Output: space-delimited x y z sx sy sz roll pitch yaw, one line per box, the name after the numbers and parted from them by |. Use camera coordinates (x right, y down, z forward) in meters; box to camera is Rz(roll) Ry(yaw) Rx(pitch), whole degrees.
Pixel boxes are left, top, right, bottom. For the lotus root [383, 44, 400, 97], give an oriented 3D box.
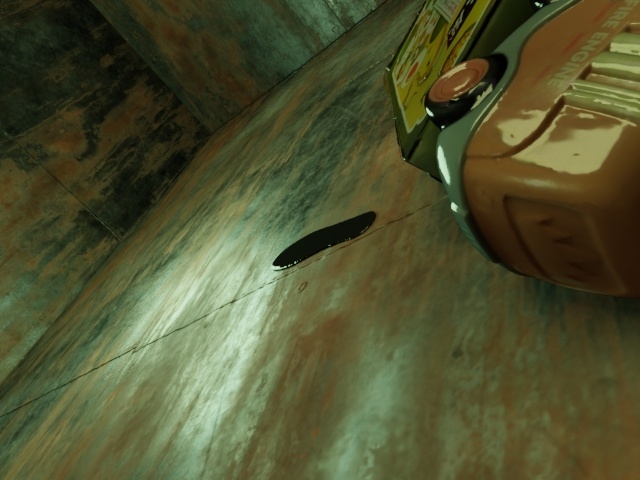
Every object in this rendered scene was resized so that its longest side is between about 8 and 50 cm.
0.183 -0.299 1.051 0.081 0.112 0.122 -110 38 -58 | lotus root

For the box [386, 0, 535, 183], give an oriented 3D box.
0.234 -0.298 0.719 0.373 0.138 0.420 -60 11 28 | box

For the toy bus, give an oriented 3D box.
0.237 -0.090 0.428 0.287 0.194 0.232 -44 28 -6 | toy bus

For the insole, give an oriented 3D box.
0.000 0.000 0.924 0.232 0.003 0.080 -23 27 40 | insole
